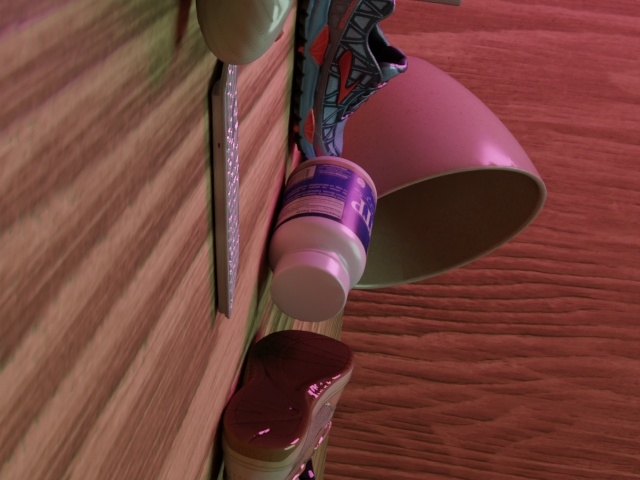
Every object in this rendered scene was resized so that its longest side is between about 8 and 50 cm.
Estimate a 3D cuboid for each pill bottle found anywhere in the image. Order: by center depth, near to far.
[{"bbox_3d":[0.000,0.000,1.345,0.186,0.112,0.112,-77,174,-49],"label":"pill bottle"}]

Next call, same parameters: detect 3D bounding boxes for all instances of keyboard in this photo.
[{"bbox_3d":[-0.072,-0.044,0.941,0.256,0.014,0.072,94,6,-47],"label":"keyboard"}]

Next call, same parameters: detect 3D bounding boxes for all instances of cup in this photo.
[{"bbox_3d":[0.111,-0.110,1.635,0.331,0.331,0.236,89,-16,-65],"label":"cup"}]

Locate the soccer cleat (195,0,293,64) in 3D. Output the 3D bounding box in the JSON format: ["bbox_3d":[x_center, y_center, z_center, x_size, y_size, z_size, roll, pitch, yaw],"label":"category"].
[{"bbox_3d":[-0.045,-0.204,0.709,0.076,0.068,0.196,31,66,-66],"label":"soccer cleat"}]

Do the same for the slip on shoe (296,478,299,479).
[{"bbox_3d":[-0.061,0.303,1.267,0.123,0.101,0.331,58,3,-14],"label":"slip on shoe"}]

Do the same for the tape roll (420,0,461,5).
[{"bbox_3d":[0.043,-0.313,0.917,0.246,0.169,0.246,7,90,-86],"label":"tape roll"}]

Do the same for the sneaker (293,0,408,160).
[{"bbox_3d":[0.035,-0.186,1.360,0.104,0.125,0.261,-77,174,-45],"label":"sneaker"}]

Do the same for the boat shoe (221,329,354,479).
[{"bbox_3d":[-0.039,0.183,1.253,0.302,0.109,0.098,-56,160,-68],"label":"boat shoe"}]

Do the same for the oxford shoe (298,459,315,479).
[{"bbox_3d":[-0.047,0.313,1.529,0.096,0.083,0.227,100,2,-58],"label":"oxford shoe"}]
